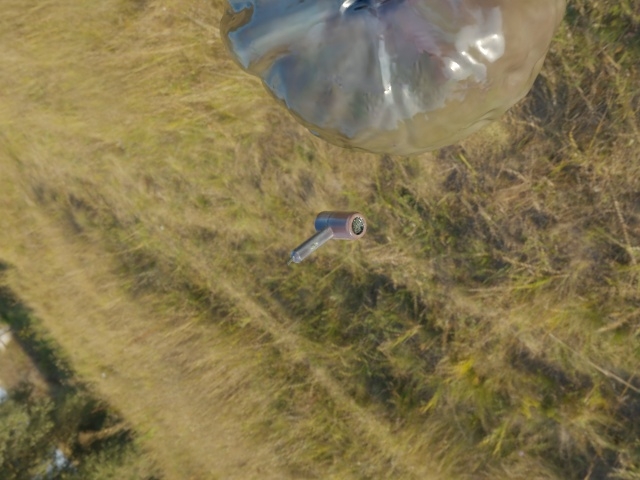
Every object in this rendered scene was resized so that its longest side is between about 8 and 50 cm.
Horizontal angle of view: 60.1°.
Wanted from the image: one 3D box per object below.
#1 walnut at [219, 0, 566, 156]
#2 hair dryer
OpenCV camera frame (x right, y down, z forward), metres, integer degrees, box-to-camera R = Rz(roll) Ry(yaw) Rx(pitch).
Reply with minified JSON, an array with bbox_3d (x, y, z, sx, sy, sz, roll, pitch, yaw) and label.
[{"bbox_3d":[0.050,-0.184,0.398,0.248,0.248,0.248,36,146,29],"label":"walnut"},{"bbox_3d":[0.000,0.000,0.691,0.063,0.114,0.037,5,124,49],"label":"hair dryer"}]
